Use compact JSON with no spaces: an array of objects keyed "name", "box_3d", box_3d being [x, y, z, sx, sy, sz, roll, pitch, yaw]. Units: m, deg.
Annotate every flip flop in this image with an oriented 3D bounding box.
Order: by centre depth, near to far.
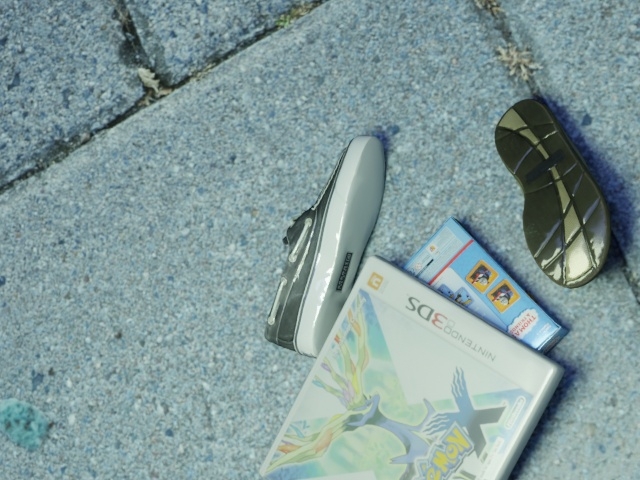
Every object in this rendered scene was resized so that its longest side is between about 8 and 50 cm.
[{"name":"flip flop","box_3d":[0.296,-0.059,2.059,0.112,0.080,0.277,-35,49,18]}]

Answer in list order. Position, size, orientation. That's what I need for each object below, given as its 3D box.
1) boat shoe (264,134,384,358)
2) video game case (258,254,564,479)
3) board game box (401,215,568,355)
[{"name":"boat shoe","box_3d":[0.000,0.000,2.166,0.102,0.108,0.301,16,91,26]},{"name":"video game case","box_3d":[0.106,0.229,2.058,0.300,0.036,0.329,32,99,30]},{"name":"board game box","box_3d":[0.183,0.098,2.084,0.160,0.039,0.211,-47,62,9]}]
